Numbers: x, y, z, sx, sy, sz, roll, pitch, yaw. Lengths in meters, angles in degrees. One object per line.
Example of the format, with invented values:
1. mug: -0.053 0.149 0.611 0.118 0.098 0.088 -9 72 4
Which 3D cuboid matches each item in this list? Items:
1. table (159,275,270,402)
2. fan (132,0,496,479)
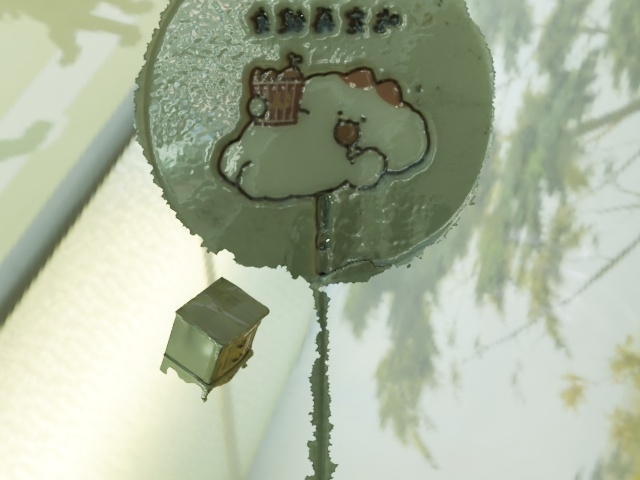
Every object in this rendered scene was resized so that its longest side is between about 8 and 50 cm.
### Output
1. table: -0.102 0.096 1.170 0.079 0.062 0.083 -37 -25 -49
2. fan: 0.000 0.000 0.640 0.009 0.190 0.329 -145 53 -76
